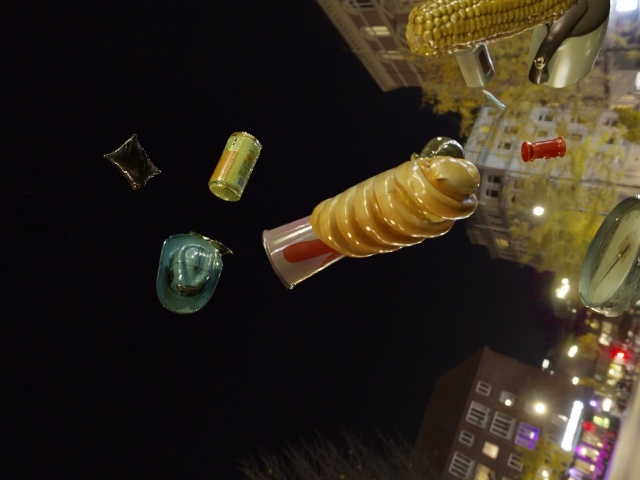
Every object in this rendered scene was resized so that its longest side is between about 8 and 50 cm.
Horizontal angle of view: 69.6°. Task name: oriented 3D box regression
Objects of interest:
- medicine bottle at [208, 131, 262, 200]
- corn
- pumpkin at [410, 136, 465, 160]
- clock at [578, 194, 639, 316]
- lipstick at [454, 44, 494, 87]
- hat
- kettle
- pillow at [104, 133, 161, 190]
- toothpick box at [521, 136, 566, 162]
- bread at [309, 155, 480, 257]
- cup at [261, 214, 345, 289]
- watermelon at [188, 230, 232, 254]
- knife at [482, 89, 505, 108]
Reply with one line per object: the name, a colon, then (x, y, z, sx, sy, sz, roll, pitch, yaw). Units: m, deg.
medicine bottle: (-0.288, -0.260, 1.573, 0.124, 0.124, 0.239, 51, -131, -50)
corn: (0.292, -0.383, 0.755, 0.317, 0.115, 0.115, -24, -50, -7)
pumpkin: (0.346, -0.218, 1.418, 0.224, 0.157, 0.224, -55, -1, -2)
clock: (0.545, 0.026, 0.834, 0.226, 0.049, 0.226, 22, -90, -80)
lipstick: (0.462, -0.601, 1.433, 0.079, 0.077, 0.253, -53, -50, -14)
hat: (-0.282, 0.060, 1.007, 0.138, 0.078, 0.191, 19, -122, -26)
kettle: (0.577, -0.471, 1.102, 0.221, 0.161, 0.236, -52, -19, 5)
pillow: (-0.481, -0.195, 1.192, 0.090, 0.048, 0.150, -56, -25, -23)
toothpick box: (0.484, -0.198, 1.004, 0.047, 0.083, 0.047, -8, -90, -86)
bread: (0.125, -0.047, 0.793, 0.172, 0.311, 0.121, 2, -105, -38)
cup: (0.000, 0.000, 1.352, 0.288, 0.203, 0.203, -26, -40, 9)
watermelon: (-0.370, 0.015, 1.473, 0.119, 0.245, 0.063, 19, -95, -36)
knife: (0.376, -0.305, 1.000, 0.027, 0.096, 0.010, 20, -58, -19)
